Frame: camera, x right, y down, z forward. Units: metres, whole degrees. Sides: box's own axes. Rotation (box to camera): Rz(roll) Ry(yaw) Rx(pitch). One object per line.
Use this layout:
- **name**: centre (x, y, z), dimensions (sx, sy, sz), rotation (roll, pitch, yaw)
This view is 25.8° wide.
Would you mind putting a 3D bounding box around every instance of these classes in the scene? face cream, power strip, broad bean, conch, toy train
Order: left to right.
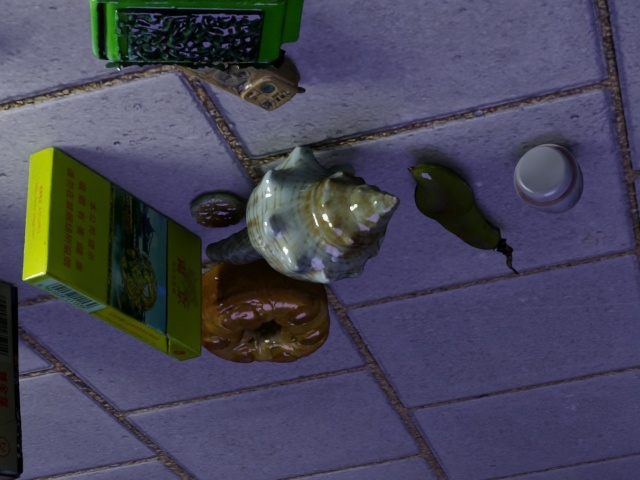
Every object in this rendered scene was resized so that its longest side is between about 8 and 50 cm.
- **toy train**: centre (-0.121, -0.271, 1.375), dimensions (0.243, 0.188, 0.132), rotation (-1, 153, -8)
- **power strip**: centre (-0.131, -0.218, 1.620), dimensions (0.305, 0.044, 0.064), rotation (21, 141, -40)
- **conch**: centre (-0.027, -0.041, 1.862), dimensions (0.203, 0.170, 0.386), rotation (-26, -157, -37)
- **broad bean**: centre (0.200, -0.041, 1.998), dimensions (0.075, 0.067, 0.325), rotation (13, 167, 34)
- **face cream**: centre (0.315, -0.082, 1.910), dimensions (0.091, 0.091, 0.095), rotation (-17, 158, 20)

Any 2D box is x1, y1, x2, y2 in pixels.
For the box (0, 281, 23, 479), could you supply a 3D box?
- **box**: centre (-0.540, 0.228, 2.082), dimensions (0.198, 0.310, 0.084), rotation (-27, 148, 33)

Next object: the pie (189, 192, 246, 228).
- **pie**: centre (-0.143, -0.042, 1.966), dimensions (0.084, 0.020, 0.084), rotation (-5, 152, -3)

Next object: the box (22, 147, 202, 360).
- **box**: centre (-0.272, 0.026, 1.892), dimensions (0.047, 0.187, 0.335), rotation (-17, 150, 26)

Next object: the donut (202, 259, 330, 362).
- **donut**: centre (-0.091, 0.109, 2.157), dimensions (0.226, 0.114, 0.226), rotation (-5, 152, -2)

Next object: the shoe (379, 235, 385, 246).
- **shoe**: centre (0.000, 0.000, 2.006), dimensions (0.195, 0.079, 0.078), rotation (-20, 163, 33)
